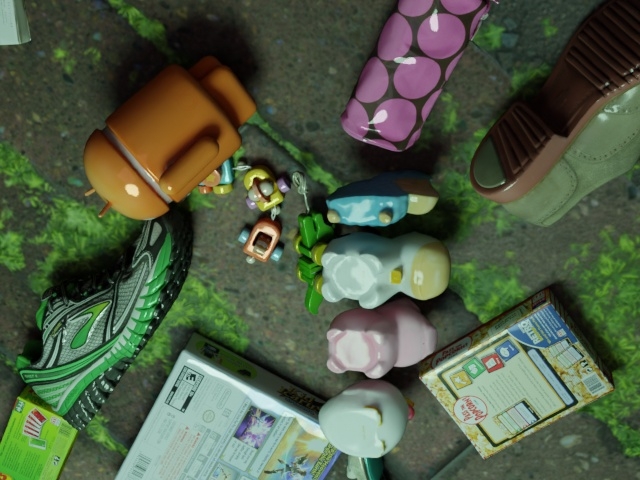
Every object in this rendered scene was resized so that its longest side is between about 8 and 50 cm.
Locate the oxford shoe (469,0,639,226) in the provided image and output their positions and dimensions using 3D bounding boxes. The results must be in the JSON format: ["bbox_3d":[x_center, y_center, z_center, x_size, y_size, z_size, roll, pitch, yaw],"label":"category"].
[{"bbox_3d":[0.323,-0.156,1.161,0.130,0.123,0.348,32,116,-34],"label":"oxford shoe"}]

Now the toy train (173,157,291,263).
[{"bbox_3d":[-0.106,-0.042,1.296,0.166,0.046,0.125,32,114,-5],"label":"toy train"}]

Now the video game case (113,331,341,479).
[{"bbox_3d":[-0.124,0.291,1.431,0.244,0.061,0.270,29,114,-2],"label":"video game case"}]

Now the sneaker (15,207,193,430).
[{"bbox_3d":[-0.277,0.089,1.331,0.146,0.134,0.343,35,114,-6],"label":"sneaker"}]

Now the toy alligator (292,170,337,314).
[{"bbox_3d":[0.000,0.000,1.296,0.051,0.056,0.190,-17,116,-27],"label":"toy alligator"}]

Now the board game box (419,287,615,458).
[{"bbox_3d":[0.244,0.169,1.329,0.193,0.045,0.147,-33,104,20],"label":"board game box"}]

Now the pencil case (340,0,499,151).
[{"bbox_3d":[0.106,-0.199,1.174,0.098,0.095,0.209,20,118,-17],"label":"pencil case"}]

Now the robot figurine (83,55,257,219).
[{"bbox_3d":[-0.179,-0.113,1.214,0.219,0.128,0.158,-42,74,-5],"label":"robot figurine"}]

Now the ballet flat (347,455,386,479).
[{"bbox_3d":[0.061,0.321,1.419,0.052,0.057,0.168,-12,110,24],"label":"ballet flat"}]

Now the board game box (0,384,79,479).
[{"bbox_3d":[-0.401,0.296,1.488,0.092,0.043,0.181,26,114,-2],"label":"board game box"}]

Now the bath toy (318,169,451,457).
[{"bbox_3d":[0.076,0.095,1.280,0.151,0.129,0.348,9,112,15],"label":"bath toy"}]

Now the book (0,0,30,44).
[{"bbox_3d":[-0.424,-0.279,1.257,0.144,0.035,0.096,-1,109,11],"label":"book"}]
